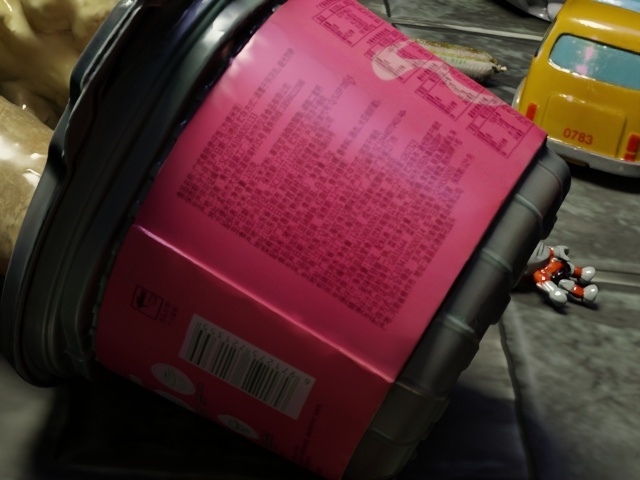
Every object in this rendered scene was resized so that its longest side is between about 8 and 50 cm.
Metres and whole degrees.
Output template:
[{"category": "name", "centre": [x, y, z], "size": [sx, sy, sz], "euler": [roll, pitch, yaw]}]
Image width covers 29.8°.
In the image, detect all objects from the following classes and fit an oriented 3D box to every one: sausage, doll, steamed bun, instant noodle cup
[{"category": "sausage", "centre": [0.039, -0.178, 1.107], "size": [0.269, 0.033, 0.033], "euler": [9, 28, -2]}, {"category": "doll", "centre": [0.126, 0.009, 0.782], "size": [0.114, 0.039, 0.057], "euler": [22, 62, -1]}, {"category": "steamed bun", "centre": [-0.183, -0.127, 0.765], "size": [0.295, 0.137, 0.292], "euler": [38, -10, -27]}, {"category": "instant noodle cup", "centre": [0.000, 0.000, 0.567], "size": [0.181, 0.258, 0.302], "euler": [31, 3, 8]}]

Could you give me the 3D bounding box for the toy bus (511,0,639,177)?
[{"category": "toy bus", "centre": [0.244, -0.147, 1.009], "size": [0.126, 0.136, 0.209], "euler": [19, 28, 16]}]

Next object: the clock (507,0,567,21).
[{"category": "clock", "centre": [0.204, -0.343, 1.353], "size": [0.254, 0.189, 0.189], "euler": [20, 29, 33]}]

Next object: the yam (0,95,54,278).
[{"category": "yam", "centre": [-0.245, -0.082, 0.662], "size": [0.356, 0.081, 0.081], "euler": [34, 35, 23]}]
